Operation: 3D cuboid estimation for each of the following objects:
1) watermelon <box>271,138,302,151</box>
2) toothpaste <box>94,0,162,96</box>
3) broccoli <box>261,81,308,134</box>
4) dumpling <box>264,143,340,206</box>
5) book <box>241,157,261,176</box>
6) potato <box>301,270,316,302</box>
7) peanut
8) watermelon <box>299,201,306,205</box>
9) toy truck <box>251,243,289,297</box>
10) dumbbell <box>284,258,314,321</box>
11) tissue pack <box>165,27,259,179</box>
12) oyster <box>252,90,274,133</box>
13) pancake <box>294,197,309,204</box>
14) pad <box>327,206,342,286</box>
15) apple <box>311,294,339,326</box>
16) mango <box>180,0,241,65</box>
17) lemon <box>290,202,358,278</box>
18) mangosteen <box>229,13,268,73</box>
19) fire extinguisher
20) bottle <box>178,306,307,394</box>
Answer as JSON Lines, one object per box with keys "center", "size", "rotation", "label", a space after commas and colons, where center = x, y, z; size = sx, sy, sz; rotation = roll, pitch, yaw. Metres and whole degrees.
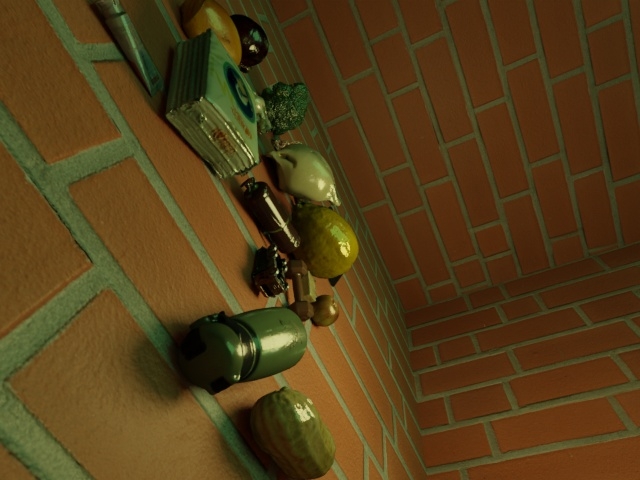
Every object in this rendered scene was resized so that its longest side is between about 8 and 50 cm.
{"center": [-0.153, -0.440, 1.975], "size": [0.158, 0.121, 0.097], "rotation": [0, 92, -70], "label": "watermelon"}
{"center": [-0.474, -0.490, 1.034], "size": [0.089, 0.057, 0.234], "rotation": [-89, 160, -50], "label": "toothpaste"}
{"center": [-0.186, -0.656, 1.950], "size": [0.254, 0.269, 0.268], "rotation": [63, 13, -58], "label": "broccoli"}
{"center": [-0.066, -0.297, 1.819], "size": [0.395, 0.233, 0.315], "rotation": [31, 14, -12], "label": "dumpling"}
{"center": [-0.286, -0.339, 1.528], "size": [0.231, 0.026, 0.157], "rotation": [-73, 139, -67], "label": "book"}
{"center": [-0.057, 0.183, 1.584], "size": [0.086, 0.061, 0.122], "rotation": [55, 21, -49], "label": "potato"}
{"center": [-0.060, 0.490, 1.014], "size": [0.174, 0.158, 0.339], "rotation": [37, -26, 59], "label": "peanut"}
{"center": [-0.022, -0.032, 1.856], "size": [0.301, 0.123, 0.129], "rotation": [61, 20, -9], "label": "watermelon"}
{"center": [-0.159, 0.094, 1.293], "size": [0.192, 0.092, 0.083], "rotation": [-103, 166, -55], "label": "toy truck"}
{"center": [-0.081, 0.178, 1.461], "size": [0.082, 0.092, 0.230], "rotation": [18, 46, -34], "label": "dumbbell"}
{"center": [-0.321, -0.425, 1.261], "size": [0.287, 0.162, 0.387], "rotation": [52, 22, -49], "label": "tissue pack"}
{"center": [-0.279, -0.541, 1.708], "size": [0.223, 0.083, 0.214], "rotation": [42, 27, -53], "label": "oyster"}
{"center": [-0.067, -0.171, 2.063], "size": [0.286, 0.033, 0.288], "rotation": [-92, 157, -53], "label": "pancake"}
{"center": [0.022, 0.043, 2.052], "size": [0.315, 0.063, 0.374], "rotation": [-45, 125, -61], "label": "pad"}
{"center": [0.019, 0.283, 1.631], "size": [0.126, 0.102, 0.126], "rotation": [58, 18, -32], "label": "apple"}
{"center": [-0.383, -0.759, 1.507], "size": [0.257, 0.138, 0.187], "rotation": [30, 56, -53], "label": "mango"}
{"center": [0.004, 0.006, 1.654], "size": [0.316, 0.285, 0.285], "rotation": [25, 43, -39], "label": "lemon"}
{"center": [-0.333, -0.809, 1.682], "size": [0.216, 0.216, 0.216], "rotation": [-20, 90, -75], "label": "mangosteen"}
{"center": [-0.182, -0.088, 1.409], "size": [0.141, 0.105, 0.341], "rotation": [-96, 162, -46], "label": "fire extinguisher"}
{"center": [-0.169, 0.241, 0.934], "size": [0.347, 0.169, 0.168], "rotation": [15, 56, -66], "label": "bottle"}
